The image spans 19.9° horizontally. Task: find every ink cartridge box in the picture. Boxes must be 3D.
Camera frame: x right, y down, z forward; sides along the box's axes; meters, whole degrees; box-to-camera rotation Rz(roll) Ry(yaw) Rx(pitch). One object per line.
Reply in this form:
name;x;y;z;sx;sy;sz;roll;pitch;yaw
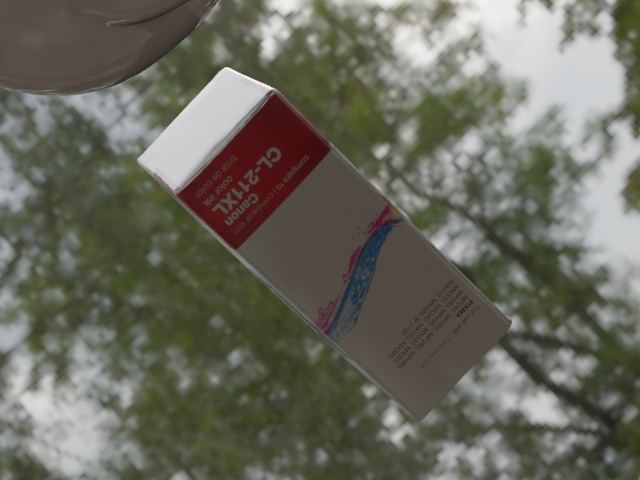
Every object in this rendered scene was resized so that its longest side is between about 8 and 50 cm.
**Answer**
ink cartridge box;0.000;0.000;0.937;0.072;0.175;0.127;-47;17;-3

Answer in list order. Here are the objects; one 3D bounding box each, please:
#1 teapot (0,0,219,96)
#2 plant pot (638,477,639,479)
teapot;-0.102;-0.194;0.667;0.187;0.256;0.252;-43;13;21
plant pot;0.240;0.145;0.602;0.291;0.203;0.291;-50;11;13
